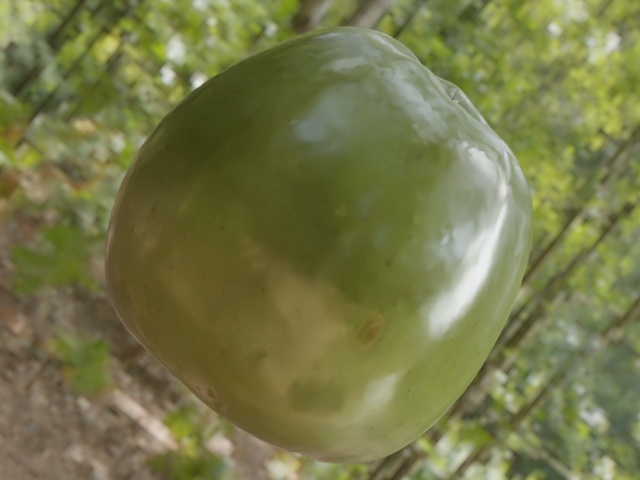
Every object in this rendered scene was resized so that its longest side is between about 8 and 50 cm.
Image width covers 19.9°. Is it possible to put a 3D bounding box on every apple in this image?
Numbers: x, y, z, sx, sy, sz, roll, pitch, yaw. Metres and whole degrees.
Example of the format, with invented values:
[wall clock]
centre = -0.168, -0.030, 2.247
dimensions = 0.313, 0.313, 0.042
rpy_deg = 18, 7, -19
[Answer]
[apple]
centre = 0.000, 0.000, 1.496
dimensions = 0.357, 0.357, 0.357
rpy_deg = 39, 1, -1
